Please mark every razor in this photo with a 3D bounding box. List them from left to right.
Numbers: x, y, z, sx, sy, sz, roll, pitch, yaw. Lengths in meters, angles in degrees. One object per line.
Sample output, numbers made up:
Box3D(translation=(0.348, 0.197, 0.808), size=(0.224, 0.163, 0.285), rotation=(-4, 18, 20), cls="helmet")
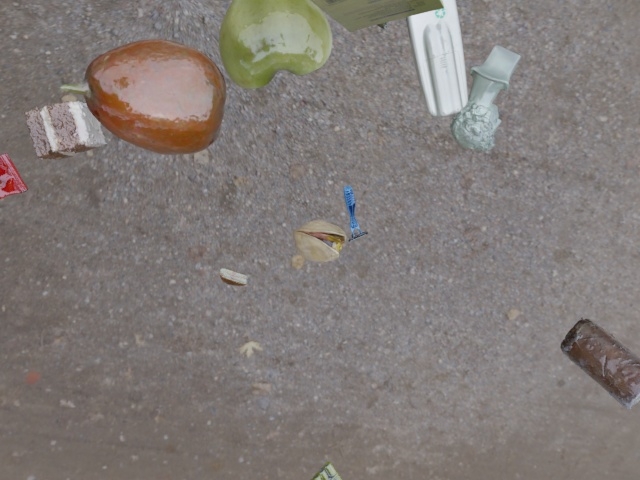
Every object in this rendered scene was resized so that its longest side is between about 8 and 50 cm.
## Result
Box3D(translation=(0.117, -0.100, 1.833), size=(0.082, 0.042, 0.253), rotation=(-24, 137, -7), cls="razor")

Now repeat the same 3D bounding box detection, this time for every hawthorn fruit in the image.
Box3D(translation=(-0.278, -0.232, 0.791), size=(0.252, 0.199, 0.199), rotation=(-3, 119, -41), cls="hawthorn fruit")

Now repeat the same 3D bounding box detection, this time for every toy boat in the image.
Box3D(translation=(0.025, 0.413, 0.783), size=(0.063, 0.016, 0.115), rotation=(-38, 96, -30), cls="toy boat")

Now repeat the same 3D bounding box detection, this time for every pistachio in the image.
Box3D(translation=(0.000, 0.000, 1.770), size=(0.158, 0.230, 0.157), rotation=(-5, 98, -37), cls="pistachio")

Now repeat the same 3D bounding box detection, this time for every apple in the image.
Box3D(translation=(-0.163, -0.685, 1.649), size=(0.320, 0.359, 0.312), rotation=(5, 151, -34), cls="apple")

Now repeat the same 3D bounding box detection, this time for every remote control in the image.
Box3D(translation=(0.218, -0.343, 0.919), size=(0.090, 0.049, 0.230), rotation=(-16, 117, 7), cls="remote control")

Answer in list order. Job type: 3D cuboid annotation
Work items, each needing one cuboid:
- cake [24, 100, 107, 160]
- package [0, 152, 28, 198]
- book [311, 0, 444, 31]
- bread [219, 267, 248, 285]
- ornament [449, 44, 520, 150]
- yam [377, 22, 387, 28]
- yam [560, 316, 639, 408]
Box3D(translation=(-0.658, -0.286, 1.301), size=(0.147, 0.135, 0.134), rotation=(-11, 99, -3), cls="cake")
Box3D(translation=(-0.673, -0.089, 0.943), size=(0.200, 0.022, 0.083), rotation=(-35, 115, -31), cls="package")
Box3D(translation=(0.093, -0.368, 0.768), size=(0.168, 0.192, 0.013), rotation=(-6, 95, 22), cls="book")
Box3D(translation=(-0.323, 0.136, 1.807), size=(0.109, 0.043, 0.062), rotation=(22, 148, -24), cls="bread")
Box3D(translation=(0.439, -0.385, 1.342), size=(0.130, 0.120, 0.284), rotation=(17, 92, 17), cls="ornament")
Box3D(translation=(0.154, -0.638, 1.441), size=(0.027, 0.129, 0.033), rotation=(-11, 136, -34), cls="yam")
Box3D(translation=(0.464, 0.197, 0.805), size=(0.079, 0.141, 0.079), rotation=(-17, 131, -21), cls="yam")
